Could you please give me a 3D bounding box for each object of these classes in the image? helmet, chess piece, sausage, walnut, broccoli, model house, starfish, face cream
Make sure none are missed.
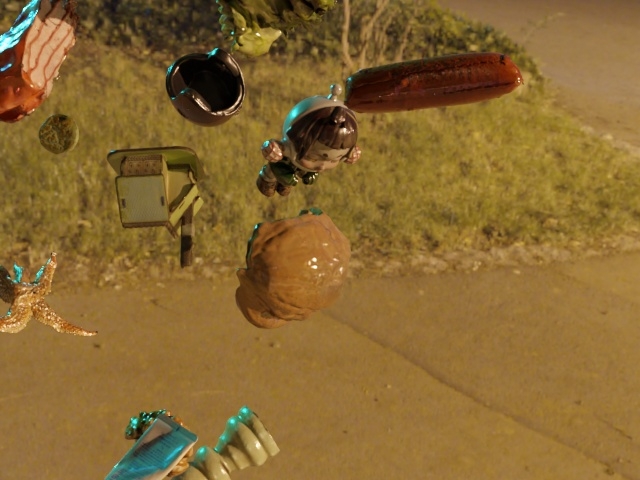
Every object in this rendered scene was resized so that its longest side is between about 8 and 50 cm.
[{"bbox_3d":[-0.307,-0.404,1.875,0.216,0.193,0.189,30,71,7],"label":"helmet"},{"bbox_3d":[-0.225,0.499,1.580,0.243,0.133,0.133,-35,44,-18],"label":"chess piece"},{"bbox_3d":[0.201,-0.288,1.284,0.330,0.102,0.102,-4,26,15],"label":"sausage"},{"bbox_3d":[-0.342,0.424,1.447,0.170,0.143,0.069,-13,-1,32],"label":"walnut"},{"bbox_3d":[-0.113,-0.485,1.109,0.293,0.348,0.281,-27,15,49],"label":"broccoli"},{"bbox_3d":[-0.400,-0.067,1.698,0.218,0.205,0.279,-3,72,2],"label":"model house"},{"bbox_3d":[-0.036,0.048,1.203,0.141,0.204,0.238,20,66,27],"label":"walnut"},{"bbox_3d":[-0.766,0.128,1.866,0.301,0.084,0.293,7,37,-41],"label":"starfish"},{"bbox_3d":[-0.340,0.436,1.321,0.114,0.070,0.224,20,53,34],"label":"face cream"}]

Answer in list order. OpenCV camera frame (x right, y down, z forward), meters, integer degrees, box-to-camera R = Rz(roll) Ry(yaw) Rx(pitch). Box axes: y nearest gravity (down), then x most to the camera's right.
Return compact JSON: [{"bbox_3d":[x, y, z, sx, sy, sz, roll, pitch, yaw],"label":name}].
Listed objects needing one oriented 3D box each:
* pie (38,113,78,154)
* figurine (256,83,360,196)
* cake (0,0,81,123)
[{"bbox_3d":[-0.509,-0.206,1.365,0.085,0.085,0.017,11,-4,11],"label":"pie"},{"bbox_3d":[-0.035,-0.227,1.726,0.281,0.370,0.167,-4,66,-35],"label":"figurine"},{"bbox_3d":[-0.465,-0.309,1.150,0.135,0.098,0.287,1,57,33],"label":"cake"}]
